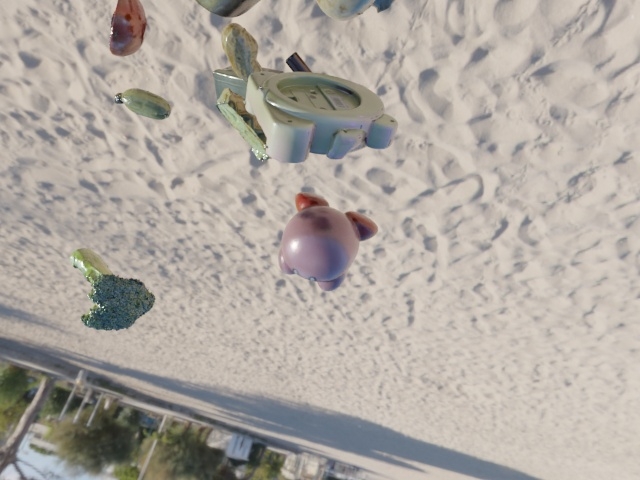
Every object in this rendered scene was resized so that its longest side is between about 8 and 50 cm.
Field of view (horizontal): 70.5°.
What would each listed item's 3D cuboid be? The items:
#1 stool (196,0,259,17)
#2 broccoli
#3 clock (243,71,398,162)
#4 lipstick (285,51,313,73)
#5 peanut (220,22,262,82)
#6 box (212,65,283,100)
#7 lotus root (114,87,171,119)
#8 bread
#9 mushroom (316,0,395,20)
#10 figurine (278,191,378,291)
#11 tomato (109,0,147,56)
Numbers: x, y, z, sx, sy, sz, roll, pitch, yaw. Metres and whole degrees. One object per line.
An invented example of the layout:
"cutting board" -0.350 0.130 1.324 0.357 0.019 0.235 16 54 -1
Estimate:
"stool" -0.130 -0.546 0.826 0.179 0.179 0.264 35 160 -33
"broccoli" -0.769 0.149 1.583 0.361 0.221 0.252 32 -165 9
"clock" 0.000 -0.292 1.045 0.310 0.284 0.114 -4 132 -22
"lipstick" 0.007 -0.515 1.628 0.356 0.057 0.057 48 144 -17
"peanut" -0.247 -0.597 1.460 0.108 0.095 0.226 -22 153 -1
"box" -0.270 -0.576 1.730 0.231 0.149 0.155 20 132 27
"lotus root" -0.587 -0.458 1.501 0.183 0.077 0.090 16 164 -3
"bread" -0.200 -0.329 1.287 0.128 0.088 0.232 15 154 51
"mushroom" 0.129 -0.918 1.595 0.290 0.297 0.298 4 167 -40
"figurine" 0.003 -0.008 1.281 0.270 0.261 0.211 25 171 7
"tomato" -0.449 -0.510 1.073 0.069 0.155 0.155 12 158 -22
